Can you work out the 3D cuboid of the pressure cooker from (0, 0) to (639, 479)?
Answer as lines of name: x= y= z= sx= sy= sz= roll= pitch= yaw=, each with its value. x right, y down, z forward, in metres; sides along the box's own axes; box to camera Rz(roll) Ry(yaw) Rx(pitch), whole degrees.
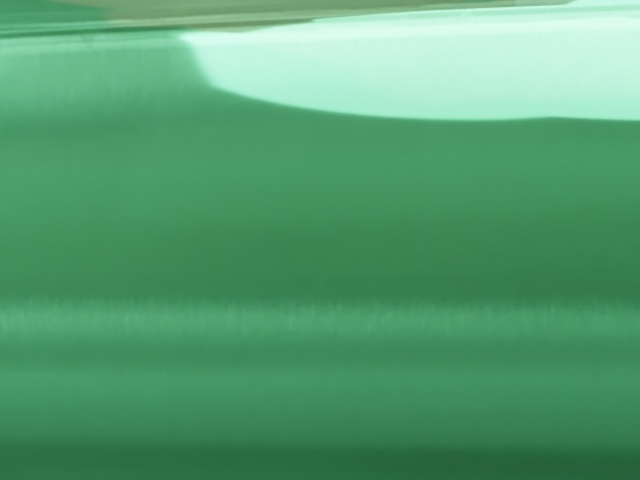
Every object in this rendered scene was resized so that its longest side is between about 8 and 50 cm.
pressure cooker: x=-0.001 y=-0.005 z=0.714 sx=0.420 sy=0.375 sz=0.370 roll=-1 pitch=16 yaw=12
